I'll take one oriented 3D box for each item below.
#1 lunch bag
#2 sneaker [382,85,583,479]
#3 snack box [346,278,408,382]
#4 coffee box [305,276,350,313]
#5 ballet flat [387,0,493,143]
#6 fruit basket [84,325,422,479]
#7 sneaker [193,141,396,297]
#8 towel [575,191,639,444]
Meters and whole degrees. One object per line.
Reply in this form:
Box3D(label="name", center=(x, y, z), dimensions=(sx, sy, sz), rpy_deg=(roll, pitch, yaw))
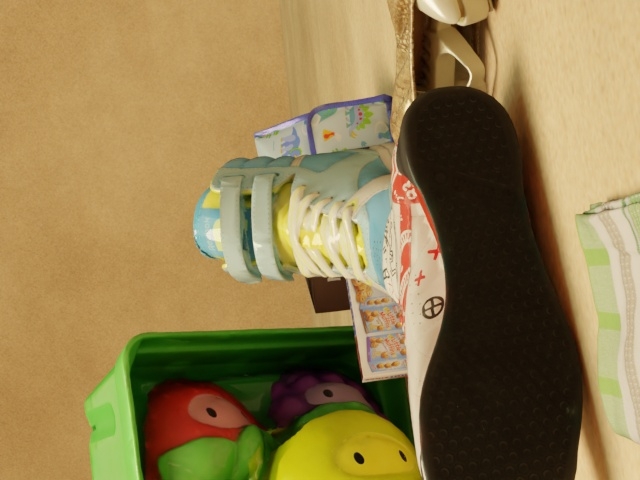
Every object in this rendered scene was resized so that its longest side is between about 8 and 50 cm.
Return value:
Box3D(label="lunch bag", center=(0.018, -0.065, 1.236), dimensions=(0.096, 0.151, 0.129), rpy_deg=(4, -106, -56))
Box3D(label="sneaker", center=(0.089, 0.058, 0.728), dimensions=(0.145, 0.090, 0.270), rpy_deg=(88, 176, -68))
Box3D(label="snack box", center=(0.061, 0.054, 1.275), dimensions=(0.022, 0.064, 0.178), rpy_deg=(99, 163, -71))
Box3D(label="coffee box", center=(0.022, -0.024, 1.447), dimensions=(0.246, 0.098, 0.141), rpy_deg=(-111, 14, -74))
Box3D(label="ballet flat", center=(0.080, -0.134, 0.777), dimensions=(0.067, 0.073, 0.206), rpy_deg=(40, 149, 42))
Box3D(label="fruit basket", center=(-0.021, 0.223, 1.267), dimensions=(0.392, 0.392, 0.283), rpy_deg=(102, 160, -78))
Box3D(label="sneaker", center=(0.000, 0.000, 1.019), dimensions=(0.319, 0.208, 0.127), rpy_deg=(-117, 22, -78))
Box3D(label="towel", center=(0.133, 0.036, 0.502), dimensions=(0.152, 0.023, 0.113), rpy_deg=(155, 109, -86))
